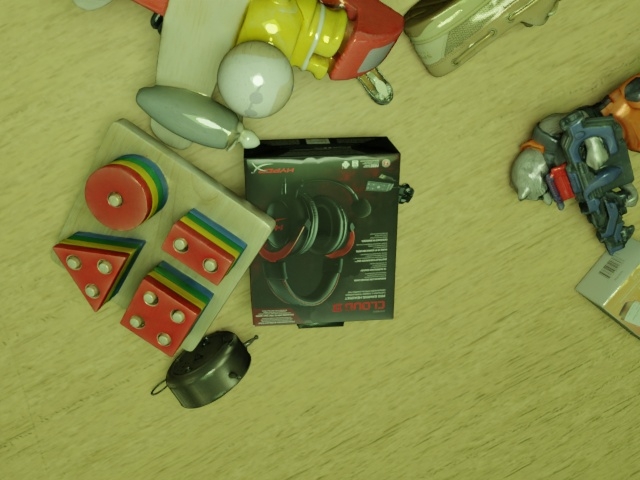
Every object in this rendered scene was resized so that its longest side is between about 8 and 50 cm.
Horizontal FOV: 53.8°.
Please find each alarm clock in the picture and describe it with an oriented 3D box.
[{"bbox_3d":[-0.193,0.204,0.986,0.192,0.129,0.064,-27,108,21],"label":"alarm clock"}]

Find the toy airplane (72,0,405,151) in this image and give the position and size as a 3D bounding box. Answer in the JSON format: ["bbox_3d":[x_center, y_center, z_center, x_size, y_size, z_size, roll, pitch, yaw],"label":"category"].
[{"bbox_3d":[-0.112,-0.265,0.736,0.385,0.272,0.386,-19,152,13],"label":"toy airplane"}]

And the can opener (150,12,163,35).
[{"bbox_3d":[-0.171,-0.361,0.861,0.186,0.059,0.073,-47,135,16],"label":"can opener"}]

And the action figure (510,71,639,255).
[{"bbox_3d":[0.459,-0.142,1.007,0.330,0.178,0.341,-26,136,5],"label":"action figure"}]

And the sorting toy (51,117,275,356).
[{"bbox_3d":[-0.239,0.014,0.869,0.255,0.089,0.257,34,117,-2],"label":"sorting toy"}]

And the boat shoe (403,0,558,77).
[{"bbox_3d":[0.286,-0.364,0.902,0.341,0.121,0.110,-29,121,15],"label":"boat shoe"}]

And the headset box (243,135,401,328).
[{"bbox_3d":[0.000,0.000,0.946,0.218,0.110,0.293,-2,113,-5],"label":"headset box"}]

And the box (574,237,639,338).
[{"bbox_3d":[0.561,0.094,1.096,0.170,0.091,0.130,35,98,-17],"label":"box"}]

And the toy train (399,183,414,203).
[{"bbox_3d":[0.071,-0.084,0.996,0.158,0.027,0.036,11,114,-12],"label":"toy train"}]

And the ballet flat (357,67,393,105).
[{"bbox_3d":[0.072,-0.250,0.940,0.041,0.041,0.114,-40,108,3],"label":"ballet flat"}]
